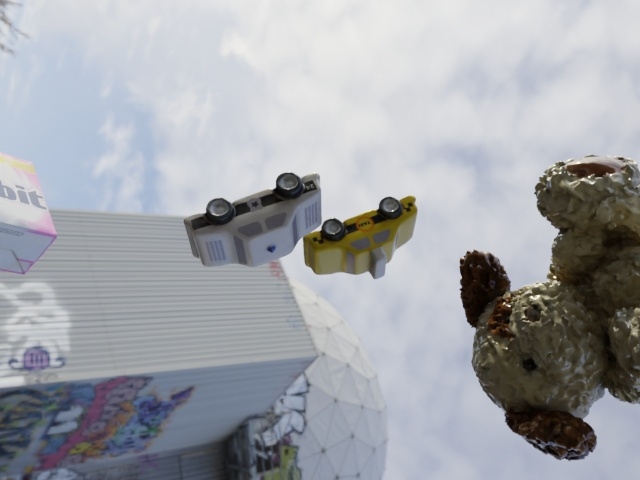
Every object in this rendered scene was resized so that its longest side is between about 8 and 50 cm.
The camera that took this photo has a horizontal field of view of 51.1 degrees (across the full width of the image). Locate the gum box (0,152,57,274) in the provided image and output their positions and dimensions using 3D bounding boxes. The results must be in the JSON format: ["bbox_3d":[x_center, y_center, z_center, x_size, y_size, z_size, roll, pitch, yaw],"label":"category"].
[{"bbox_3d":[-0.349,-0.042,0.607,0.062,0.188,0.107,-43,-122,19],"label":"gum box"}]

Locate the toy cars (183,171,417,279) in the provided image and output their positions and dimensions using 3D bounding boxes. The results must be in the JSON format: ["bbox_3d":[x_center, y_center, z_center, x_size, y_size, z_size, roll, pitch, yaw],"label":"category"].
[{"bbox_3d":[0.000,0.000,0.933,0.176,0.393,0.087,-48,-125,30],"label":"toy cars"}]

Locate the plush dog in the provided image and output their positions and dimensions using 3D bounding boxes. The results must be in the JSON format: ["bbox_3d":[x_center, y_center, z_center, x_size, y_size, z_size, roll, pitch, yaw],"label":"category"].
[{"bbox_3d":[0.250,0.082,0.640,0.225,0.210,0.262,-29,-135,15],"label":"plush dog"}]
